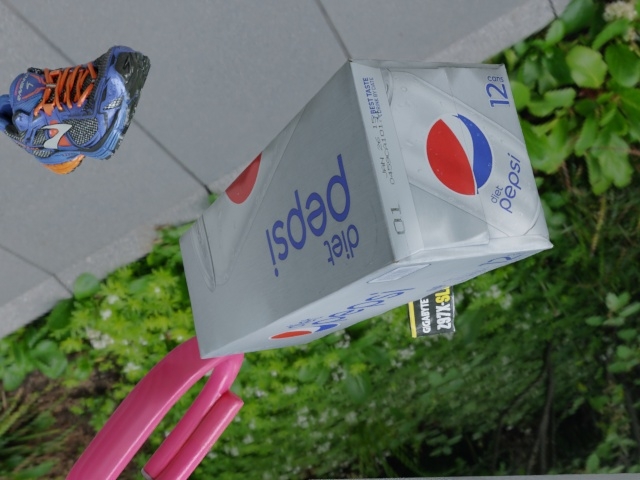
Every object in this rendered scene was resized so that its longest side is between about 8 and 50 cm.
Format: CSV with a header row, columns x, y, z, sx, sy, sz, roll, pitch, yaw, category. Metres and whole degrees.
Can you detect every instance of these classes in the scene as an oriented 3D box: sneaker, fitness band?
x,y,z,sx,sy,sz,roll,pitch,yaw,category
-0.221,-0.114,0.647,0.087,0.083,0.221,26,153,-34,sneaker
-0.192,0.233,0.892,0.290,0.054,0.209,-54,158,-2,fitness band

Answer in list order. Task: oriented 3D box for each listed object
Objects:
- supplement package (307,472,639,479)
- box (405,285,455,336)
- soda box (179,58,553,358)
x,y,z,sx,sy,sz,roll,pitch,yaw,category
0.107,0.288,0.537,0.293,0.175,0.177,-9,-172,24,supplement package
0.150,-0.048,1.217,0.080,0.321,0.257,-8,138,3,box
0.000,0.000,0.452,0.091,0.098,0.286,-6,167,-27,soda box
